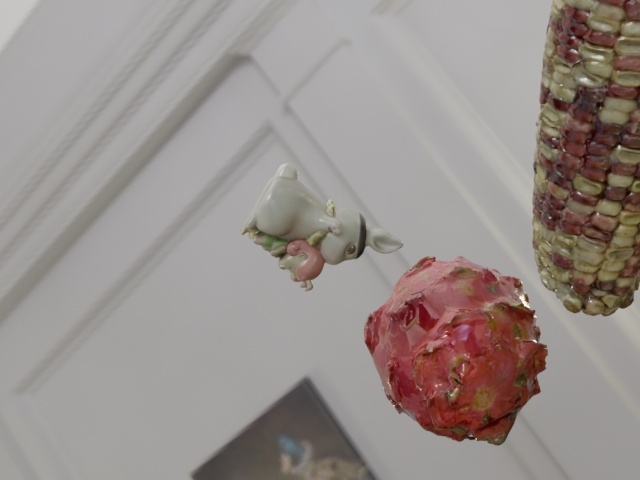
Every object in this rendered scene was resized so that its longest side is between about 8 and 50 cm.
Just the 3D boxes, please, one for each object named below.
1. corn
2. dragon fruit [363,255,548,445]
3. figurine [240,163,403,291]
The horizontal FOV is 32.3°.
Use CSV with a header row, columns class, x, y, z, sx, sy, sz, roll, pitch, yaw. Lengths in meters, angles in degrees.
class,x,y,z,sx,sy,sz,roll,pitch,yaw
corn,0.188,-0.083,0.705,0.098,0.098,0.290,-24,-52,-36
dragon fruit,0.154,0.116,1.283,0.268,0.210,0.205,-68,-5,-77
figurine,-0.002,-0.002,1.108,0.098,0.146,0.081,-54,12,22
